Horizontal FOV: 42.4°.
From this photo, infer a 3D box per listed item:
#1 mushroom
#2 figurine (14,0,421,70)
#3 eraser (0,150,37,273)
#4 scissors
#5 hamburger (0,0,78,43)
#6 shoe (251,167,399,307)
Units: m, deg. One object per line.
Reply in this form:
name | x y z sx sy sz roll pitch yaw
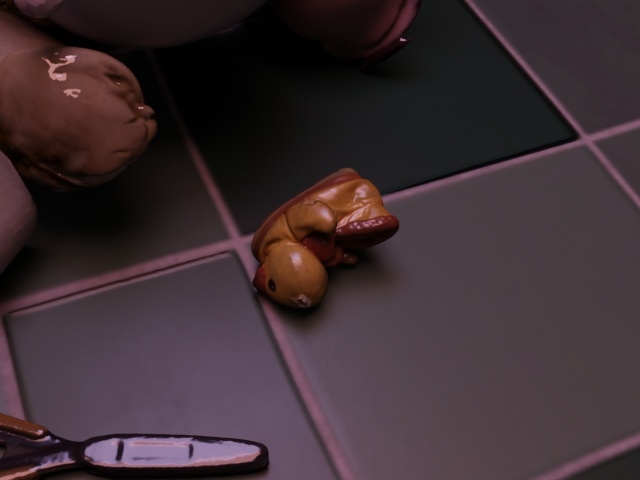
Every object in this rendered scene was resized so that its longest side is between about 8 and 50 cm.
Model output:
mushroom | -0.296 -0.135 0.613 0.397 0.177 0.126 24 71 8
figurine | -0.075 -0.251 0.612 0.361 0.253 0.211 -5 62 -49
eraser | -0.364 -0.090 0.482 0.331 0.331 0.150 21 53 12
scissors | -0.142 0.132 0.507 0.220 0.017 0.088 1 48 -4
hamburger | -0.242 -0.269 0.703 0.130 0.183 0.206 -3 45 34
shoe | 0.001 -0.003 0.589 0.109 0.072 0.069 -32 55 -26
